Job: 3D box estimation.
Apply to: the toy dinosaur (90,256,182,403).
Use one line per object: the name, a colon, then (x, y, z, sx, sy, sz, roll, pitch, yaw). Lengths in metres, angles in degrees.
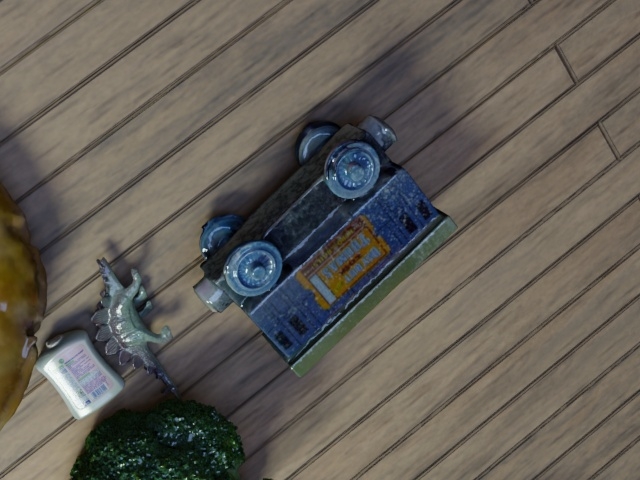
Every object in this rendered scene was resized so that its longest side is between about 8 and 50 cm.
toy dinosaur: (-0.219, 0.112, 1.325, 0.082, 0.039, 0.209, -31, 111, -10)

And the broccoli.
broccoli: (-0.178, 0.320, 1.311, 0.241, 0.261, 0.269, 9, 107, -60)

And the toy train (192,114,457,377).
toy train: (0.000, 0.000, 1.333, 0.300, 0.131, 0.202, -43, 120, -4)

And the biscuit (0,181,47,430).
biscuit: (-0.512, 0.065, 1.155, 0.446, 0.104, 0.429, -24, 96, -22)

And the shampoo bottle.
shampoo bottle: (-0.284, 0.151, 1.311, 0.072, 0.043, 0.099, -36, 111, -8)
